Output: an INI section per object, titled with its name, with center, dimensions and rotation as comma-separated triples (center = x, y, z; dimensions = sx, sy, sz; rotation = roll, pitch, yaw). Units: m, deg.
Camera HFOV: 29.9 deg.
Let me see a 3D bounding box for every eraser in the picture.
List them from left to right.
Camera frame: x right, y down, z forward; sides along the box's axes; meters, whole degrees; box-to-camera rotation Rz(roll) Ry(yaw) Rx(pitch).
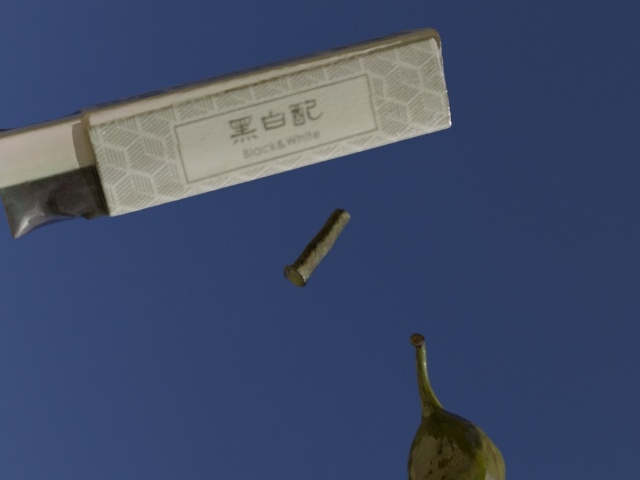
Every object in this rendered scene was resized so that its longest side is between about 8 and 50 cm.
[eraser]
center = -0.087, -0.100, 1.070
dimensions = 0.098, 0.404, 0.096
rotation = -145, -139, -72

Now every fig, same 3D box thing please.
[fig]
center = 0.147, 0.233, 1.499
dimensions = 0.124, 0.124, 0.236
rotation = -30, -103, 44

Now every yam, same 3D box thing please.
[yam]
center = 0.000, 0.000, 1.370
dimensions = 0.033, 0.129, 0.027
rotation = 44, -40, -12
